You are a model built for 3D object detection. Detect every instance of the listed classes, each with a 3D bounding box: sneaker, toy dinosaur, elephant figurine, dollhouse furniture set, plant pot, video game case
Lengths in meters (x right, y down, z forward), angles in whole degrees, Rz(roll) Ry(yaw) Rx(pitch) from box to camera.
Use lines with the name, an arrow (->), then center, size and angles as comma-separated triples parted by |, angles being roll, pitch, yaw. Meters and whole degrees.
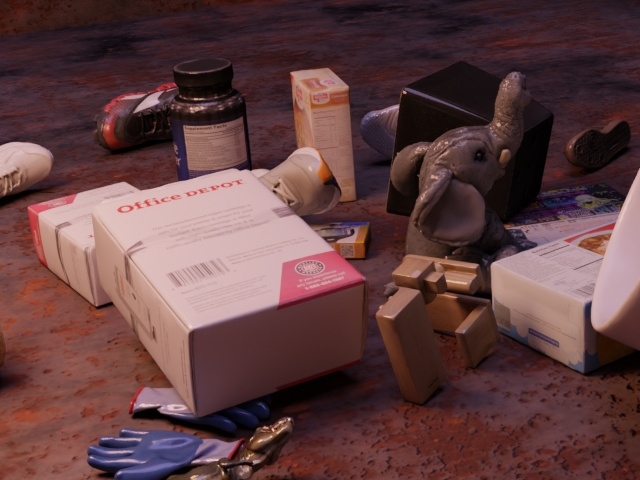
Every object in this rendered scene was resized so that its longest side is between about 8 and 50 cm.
sneaker -> -0.072, -0.054, 1.589 | 0.121, 0.099, 0.262 | -34, 8, -30
sneaker -> 0.191, -0.206, 1.957 | 0.269, 0.101, 0.153 | -2, 20, -10
sneaker -> -0.310, -0.238, 2.126 | 0.135, 0.097, 0.276 | 8, 24, 35
toy dinosaur -> -0.124, 0.238, 0.963 | 0.268, 0.064, 0.118 | -19, 22, -22
sneaker -> 0.445, -0.156, 1.845 | 0.071, 0.066, 0.188 | -7, 9, 45
sneaker -> -0.549, -0.090, 1.842 | 0.232, 0.090, 0.115 | -21, 32, -16
elephant figurine -> 0.162, -0.061, 1.336 | 0.169, 0.239, 0.186 | 9, 40, 44
dollhouse furniture set -> 0.092, 0.087, 1.213 | 0.123, 0.144, 0.151 | 9, 39, 41
plant pot -> 0.216, -0.125, 1.542 | 0.167, 0.187, 0.188 | 20, 29, 28
video game case -> 0.328, -0.017, 1.525 | 0.232, 0.041, 0.210 | -9, 22, -9

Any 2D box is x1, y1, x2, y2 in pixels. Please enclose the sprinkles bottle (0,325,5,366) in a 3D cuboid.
sprinkles bottle -> -0.515, 0.149, 1.168 | 0.355, 0.121, 0.121 | -24, 29, -40

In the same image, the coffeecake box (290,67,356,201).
coffeecake box -> 0.004, -0.168, 1.772 | 0.068, 0.185, 0.142 | -8, 22, -10

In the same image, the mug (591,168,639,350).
mug -> 0.480, -0.001, 1.095 | 0.328, 0.276, 0.374 | 23, 36, 5

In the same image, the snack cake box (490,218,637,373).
snack cake box -> 0.346, 0.051, 1.289 | 0.264, 0.089, 0.152 | -17, 24, -28

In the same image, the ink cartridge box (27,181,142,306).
ink cartridge box -> -0.289, 0.000, 1.538 | 0.159, 0.092, 0.218 | -17, 23, -29

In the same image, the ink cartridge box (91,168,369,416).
ink cartridge box -> -0.107, 0.045, 1.234 | 0.207, 0.117, 0.283 | -16, 35, -25

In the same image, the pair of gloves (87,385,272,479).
pair of gloves -> -0.140, 0.192, 1.122 | 0.159, 0.023, 0.198 | -1, 21, 14

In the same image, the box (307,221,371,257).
box -> 0.000, 0.000, 1.567 | 0.136, 0.028, 0.081 | 0, 22, 8

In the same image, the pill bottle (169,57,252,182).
pill bottle -> -0.176, -0.174, 1.776 | 0.123, 0.219, 0.123 | -4, 22, 2
